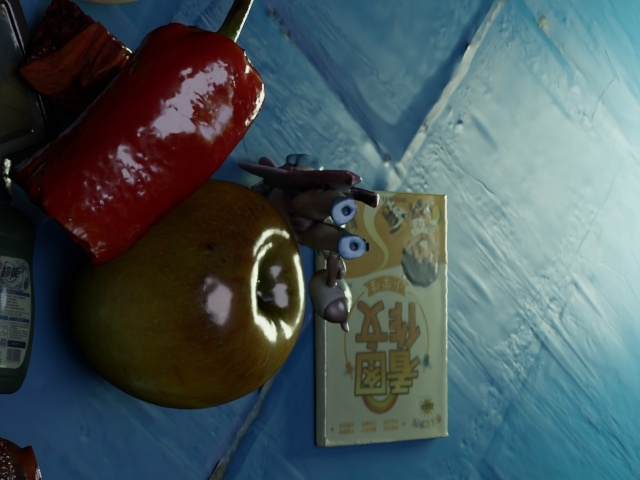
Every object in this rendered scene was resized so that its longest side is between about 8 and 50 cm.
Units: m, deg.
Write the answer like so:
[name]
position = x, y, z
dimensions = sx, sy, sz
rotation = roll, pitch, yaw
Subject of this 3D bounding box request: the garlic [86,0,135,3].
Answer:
[garlic]
position = -0.183, -0.308, 1.611
dimensions = 0.266, 0.128, 0.148
rotation = -8, 136, -43

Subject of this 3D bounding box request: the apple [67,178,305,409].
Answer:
[apple]
position = -0.135, 0.052, 1.602
dimensions = 0.237, 0.207, 0.237
rotation = 6, 83, -61

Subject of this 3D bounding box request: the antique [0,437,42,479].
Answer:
[antique]
position = -0.307, 0.229, 1.490
dimensions = 0.104, 0.104, 0.104
rotation = 3, 86, -42

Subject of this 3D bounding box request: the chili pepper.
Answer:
[chili pepper]
position = -0.125, -0.130, 1.495
dimensions = 0.134, 0.131, 0.338
rotation = 46, 79, -10

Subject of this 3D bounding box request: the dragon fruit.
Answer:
[dragon fruit]
position = -0.218, -0.154, 1.615
dimensions = 0.092, 0.122, 0.192
rotation = -50, 141, 0

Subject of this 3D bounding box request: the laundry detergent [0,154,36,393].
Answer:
[laundry detergent]
position = -0.324, 0.028, 1.489
dimensions = 0.144, 0.078, 0.222
rotation = 7, 87, -43

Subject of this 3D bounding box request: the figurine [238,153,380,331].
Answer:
[figurine]
position = 0.009, -0.011, 1.683
dimensions = 0.103, 0.260, 0.205
rotation = -29, 104, -12

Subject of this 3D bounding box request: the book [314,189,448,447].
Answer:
[book]
position = 0.073, 0.088, 1.891
dimensions = 0.208, 0.020, 0.295
rotation = 1, 87, -43

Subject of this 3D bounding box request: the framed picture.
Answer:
[framed picture]
position = -0.322, -0.147, 1.543
dimensions = 0.128, 0.023, 0.168
rotation = -26, 105, -40
